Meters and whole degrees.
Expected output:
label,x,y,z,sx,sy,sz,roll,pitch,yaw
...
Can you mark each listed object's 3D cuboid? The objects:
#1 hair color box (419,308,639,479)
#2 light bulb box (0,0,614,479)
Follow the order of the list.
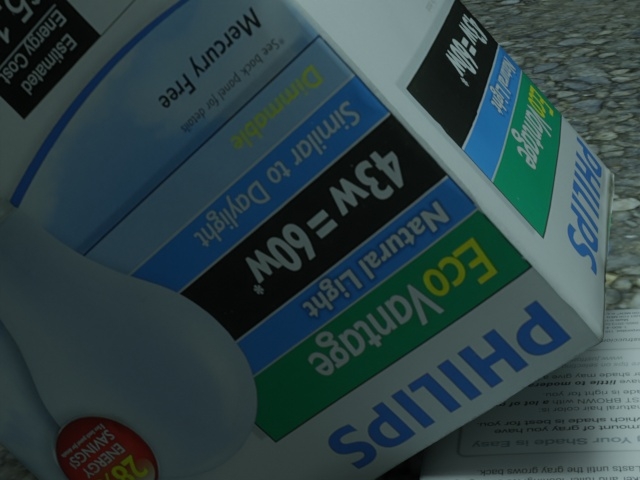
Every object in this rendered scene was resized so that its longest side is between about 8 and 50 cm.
label,x,y,z,sx,sy,sz,roll,pitch,yaw
hair color box,0.152,0.175,0.615,0.185,0.114,0.374,-4,24,13
light bulb box,-0.069,-0.027,0.686,0.358,0.361,0.225,-40,11,29
